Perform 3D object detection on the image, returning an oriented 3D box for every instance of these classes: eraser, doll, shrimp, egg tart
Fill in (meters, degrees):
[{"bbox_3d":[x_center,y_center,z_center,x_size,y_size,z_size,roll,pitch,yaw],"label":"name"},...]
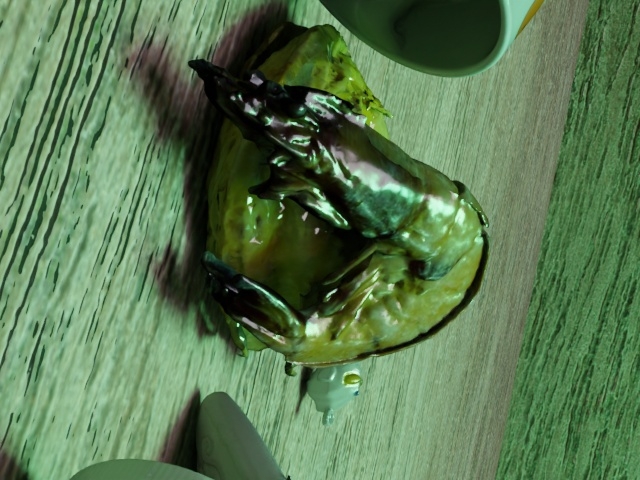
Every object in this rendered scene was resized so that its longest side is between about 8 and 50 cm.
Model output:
[{"bbox_3d":[-0.036,0.259,0.815,0.059,0.243,0.204,-17,127,-19],"label":"eraser"},{"bbox_3d":[0.027,0.076,1.112,0.114,0.057,0.227,40,60,-74],"label":"doll"},{"bbox_3d":[-0.003,-0.003,0.757,0.289,0.075,0.178,30,98,-42],"label":"shrimp"},{"bbox_3d":[0.003,-0.029,0.886,0.297,0.132,0.297,12,90,-77],"label":"egg tart"}]

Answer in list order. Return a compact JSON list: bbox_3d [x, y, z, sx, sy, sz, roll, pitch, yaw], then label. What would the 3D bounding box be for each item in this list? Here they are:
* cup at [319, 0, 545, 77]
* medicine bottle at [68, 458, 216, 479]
[{"bbox_3d":[0.144,-0.309,0.849,0.317,0.212,0.212,-49,151,-20],"label":"cup"},{"bbox_3d":[-0.130,0.276,0.523,0.332,0.190,0.190,-56,150,-52],"label":"medicine bottle"}]
